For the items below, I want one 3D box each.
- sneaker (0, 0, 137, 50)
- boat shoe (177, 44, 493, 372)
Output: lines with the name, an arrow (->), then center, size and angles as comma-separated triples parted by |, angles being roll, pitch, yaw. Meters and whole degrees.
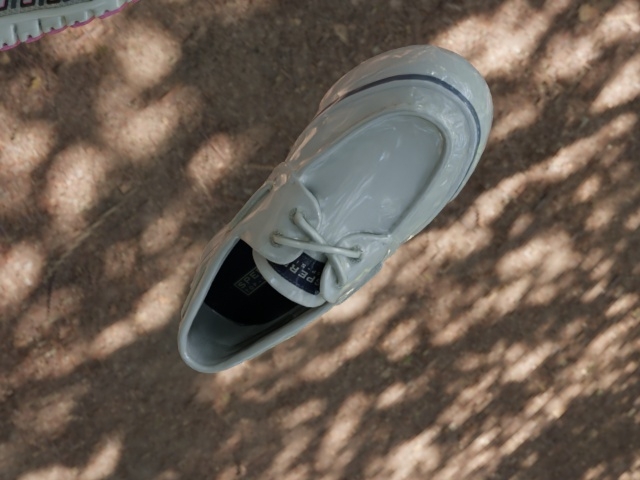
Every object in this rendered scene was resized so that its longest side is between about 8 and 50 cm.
sneaker -> -0.148, -0.155, 0.528 | 0.170, 0.063, 0.074 | -15, 117, 16
boat shoe -> 0.000, 0.000, 0.545 | 0.095, 0.084, 0.258 | 32, 134, -10
